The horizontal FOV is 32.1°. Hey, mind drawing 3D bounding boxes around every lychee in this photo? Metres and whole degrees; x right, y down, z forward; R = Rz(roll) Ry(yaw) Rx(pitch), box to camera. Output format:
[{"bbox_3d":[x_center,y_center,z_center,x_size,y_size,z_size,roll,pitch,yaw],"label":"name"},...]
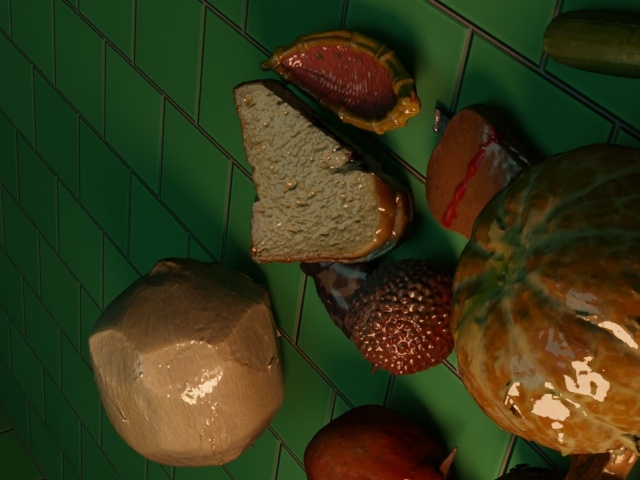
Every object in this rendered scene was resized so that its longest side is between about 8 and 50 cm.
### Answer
[{"bbox_3d":[0.117,0.111,1.553,0.165,0.165,0.197,50,139,31],"label":"lychee"}]

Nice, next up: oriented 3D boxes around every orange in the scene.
[{"bbox_3d":[0.283,0.061,1.164,0.329,0.249,0.329,-43,31,34],"label":"orange"}]

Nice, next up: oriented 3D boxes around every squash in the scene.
[{"bbox_3d":[0.326,-0.204,1.166,0.239,0.069,0.069,22,123,51],"label":"squash"}]

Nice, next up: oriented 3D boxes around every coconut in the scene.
[{"bbox_3d":[-0.234,0.205,1.987,0.346,0.346,0.360,25,132,50],"label":"coconut"}]

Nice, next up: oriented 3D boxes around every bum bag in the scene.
[{"bbox_3d":[0.000,0.000,1.749,0.340,0.095,0.144,58,145,24],"label":"bum bag"}]

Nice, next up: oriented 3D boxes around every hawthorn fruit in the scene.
[{"bbox_3d":[0.105,0.352,1.678,0.262,0.210,0.210,-15,93,47],"label":"hawthorn fruit"}]

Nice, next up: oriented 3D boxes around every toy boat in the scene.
[{"bbox_3d":[0.045,-0.226,1.562,0.318,0.099,0.141,24,125,47],"label":"toy boat"}]

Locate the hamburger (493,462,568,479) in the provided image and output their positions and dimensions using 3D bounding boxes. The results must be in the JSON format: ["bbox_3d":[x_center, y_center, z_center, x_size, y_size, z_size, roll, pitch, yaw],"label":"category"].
[{"bbox_3d":[0.281,0.380,1.425,0.130,0.206,0.183,-27,83,29],"label":"hamburger"}]

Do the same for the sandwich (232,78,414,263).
[{"bbox_3d":[0.003,-0.107,1.622,0.254,0.099,0.288,-6,93,32],"label":"sandwich"}]

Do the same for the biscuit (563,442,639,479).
[{"bbox_3d":[0.336,0.253,1.303,0.184,0.035,0.249,-67,-2,-76],"label":"biscuit"}]

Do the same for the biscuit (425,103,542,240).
[{"bbox_3d":[0.217,-0.009,1.428,0.277,0.052,0.262,55,144,17],"label":"biscuit"}]

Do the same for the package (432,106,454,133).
[{"bbox_3d":[0.187,-0.144,1.458,0.110,0.015,0.037,30,130,46],"label":"package"}]
